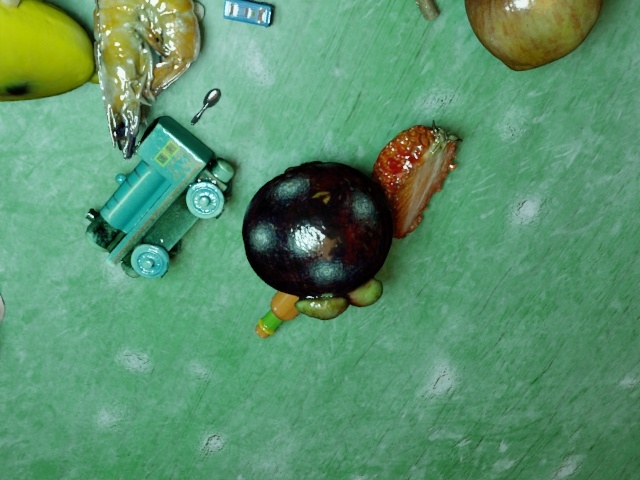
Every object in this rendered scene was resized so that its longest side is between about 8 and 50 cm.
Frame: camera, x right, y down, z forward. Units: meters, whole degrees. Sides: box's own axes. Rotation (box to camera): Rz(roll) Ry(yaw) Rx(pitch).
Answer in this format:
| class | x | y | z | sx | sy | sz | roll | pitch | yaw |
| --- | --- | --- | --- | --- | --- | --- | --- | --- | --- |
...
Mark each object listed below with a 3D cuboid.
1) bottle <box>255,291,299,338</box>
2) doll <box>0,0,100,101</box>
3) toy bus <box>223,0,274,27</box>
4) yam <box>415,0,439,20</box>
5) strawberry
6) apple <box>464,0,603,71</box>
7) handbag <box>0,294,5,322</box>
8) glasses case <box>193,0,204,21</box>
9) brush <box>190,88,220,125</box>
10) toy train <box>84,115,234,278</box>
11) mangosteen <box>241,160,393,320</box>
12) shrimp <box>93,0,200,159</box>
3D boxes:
| class | x | y | z | sx | sy | sz | roll | pitch | yaw |
| --- | --- | --- | --- | --- | --- | --- | --- | --- | --- |
| bottle | -0.070 | 0.134 | 1.215 | 0.069 | 0.069 | 0.187 | 36 | 109 | -21 |
| doll | -0.553 | -0.282 | 0.826 | 0.348 | 0.423 | 0.161 | -18 | 76 | 10 |
| toy bus | -0.120 | -0.382 | 0.964 | 0.084 | 0.046 | 0.038 | 8 | 115 | -10 |
| yam | 0.158 | -0.442 | 0.979 | 0.032 | 0.032 | 0.145 | -32 | 117 | 9 |
| strawberry | 0.158 | -0.127 | 1.103 | 0.175 | 0.106 | 0.235 | 7 | 123 | -52 |
| apple | 0.342 | -0.393 | 0.934 | 0.211 | 0.211 | 0.188 | -47 | 139 | 15 |
| handbag | -0.727 | 0.151 | 1.109 | 0.179 | 0.116 | 0.205 | -35 | 116 | 11 |
| glasses case | -0.236 | -0.388 | 0.960 | 0.083 | 0.021 | 0.032 | 12 | 112 | -13 |
| brush | -0.209 | -0.241 | 1.044 | 0.024 | 0.008 | 0.083 | 35 | 108 | -23 |
| toy train | -0.301 | -0.067 | 1.063 | 0.194 | 0.120 | 0.298 | 41 | 105 | -15 |
| mangosteen | 0.000 | 0.000 | 1.035 | 0.288 | 0.288 | 0.287 | -3 | 116 | -6 |
| shrimp | -0.280 | -0.287 | 0.934 | 0.165 | 0.062 | 0.316 | 4 | 103 | -10 |
